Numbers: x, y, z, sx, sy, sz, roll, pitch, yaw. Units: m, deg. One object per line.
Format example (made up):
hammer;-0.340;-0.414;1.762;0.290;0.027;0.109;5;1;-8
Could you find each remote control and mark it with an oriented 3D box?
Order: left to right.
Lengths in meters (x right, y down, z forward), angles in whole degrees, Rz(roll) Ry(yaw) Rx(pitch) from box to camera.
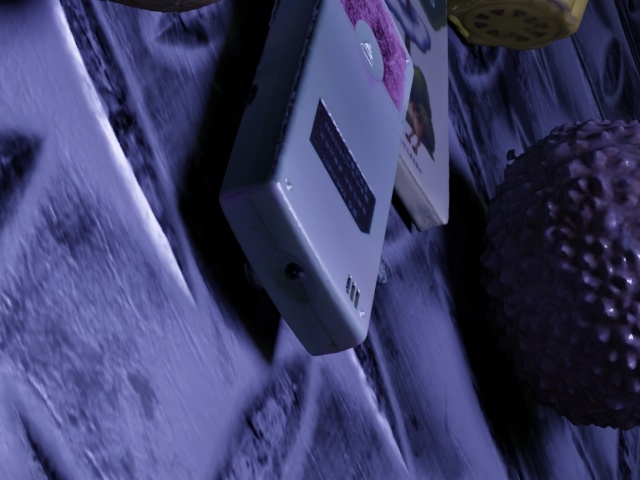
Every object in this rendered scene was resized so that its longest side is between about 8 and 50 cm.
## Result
remote control;0.005;-0.080;1.310;0.145;0.050;0.344;61;24;-30

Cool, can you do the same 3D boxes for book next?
book;0.046;-0.222;1.626;0.260;0.043;0.371;54;27;-43

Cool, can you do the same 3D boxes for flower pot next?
flower pot;0.200;-0.300;1.928;0.195;0.195;0.179;40;51;-59

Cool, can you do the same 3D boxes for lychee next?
lychee;0.281;0.027;1.711;0.300;0.300;0.300;-16;90;-71

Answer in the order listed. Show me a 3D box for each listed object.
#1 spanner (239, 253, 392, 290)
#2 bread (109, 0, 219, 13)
spanner;0.000;0.000;1.348;0.302;0.017;0.071;3;72;-70
bread;-0.122;-0.263;1.005;0.305;0.159;0.305;-17;90;-75
